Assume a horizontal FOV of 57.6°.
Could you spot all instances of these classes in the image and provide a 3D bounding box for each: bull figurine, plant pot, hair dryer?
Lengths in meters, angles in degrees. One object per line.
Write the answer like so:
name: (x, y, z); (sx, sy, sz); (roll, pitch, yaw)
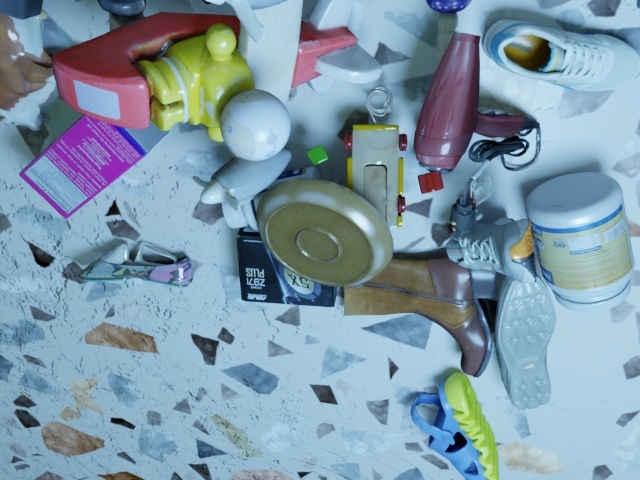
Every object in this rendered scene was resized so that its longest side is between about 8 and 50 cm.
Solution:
bull figurine: (-0.470, -0.315, 0.924); (0.189, 0.101, 0.310); (0, 121, 4)
plant pot: (0.000, 0.000, 0.948); (0.237, 0.032, 0.236); (13, 137, 12)
hair dryer: (0.227, -0.174, 0.869); (0.080, 0.223, 0.293); (26, 154, 42)

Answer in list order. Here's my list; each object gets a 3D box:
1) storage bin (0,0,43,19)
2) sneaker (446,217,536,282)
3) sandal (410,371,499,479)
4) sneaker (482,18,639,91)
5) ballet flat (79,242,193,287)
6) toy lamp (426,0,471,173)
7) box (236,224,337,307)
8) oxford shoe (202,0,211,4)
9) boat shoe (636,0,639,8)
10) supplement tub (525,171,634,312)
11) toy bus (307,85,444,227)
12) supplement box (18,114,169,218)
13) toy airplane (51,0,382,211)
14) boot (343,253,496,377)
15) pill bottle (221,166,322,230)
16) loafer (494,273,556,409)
storage bin: (-0.447, -0.366, 0.800); (0.135, 0.098, 0.091); (17, 120, -4)
sneaker: (0.265, 0.018, 0.927); (0.121, 0.262, 0.099); (-6, 91, 8)
sandal: (0.294, 0.423, 1.251); (0.138, 0.126, 0.317); (-19, 108, 22)
sneaker: (0.354, -0.260, 0.846); (0.229, 0.092, 0.087); (10, 120, 1)
ballet flat: (-0.360, 0.046, 1.146); (0.222, 0.077, 0.079); (4, 103, 0)
toy lamp: (0.191, -0.236, 0.892); (0.080, 0.080, 0.274); (2, 121, 7)
box: (-0.058, 0.040, 1.089); (0.180, 0.077, 0.147); (4, 121, 5)
oxford shoe: (-0.134, -0.392, 0.848); (0.227, 0.083, 0.096); (17, 124, 12)
boat shoe: (0.506, -0.398, 0.748); (0.076, 0.083, 0.226); (21, 120, -4)
supplement tub: (0.431, 0.004, 0.961); (0.144, 0.144, 0.199); (-16, 117, 17)
toy bus: (0.086, -0.114, 0.959); (0.202, 0.104, 0.191); (-44, 95, 5)
supplement box: (-0.388, -0.152, 1.002); (0.220, 0.111, 0.114); (-30, 113, 23)
toy airplane: (-0.087, -0.213, 0.776); (0.384, 0.272, 0.386); (-34, 145, 17)
boot: (0.181, 0.142, 1.107); (0.281, 0.096, 0.264); (0, 121, 9)
pill bottle: (-0.081, -0.069, 1.019); (0.170, 0.094, 0.094); (-9, 119, 13)
loafer: (0.371, 0.179, 1.089); (0.112, 0.111, 0.319); (-11, 122, 1)
